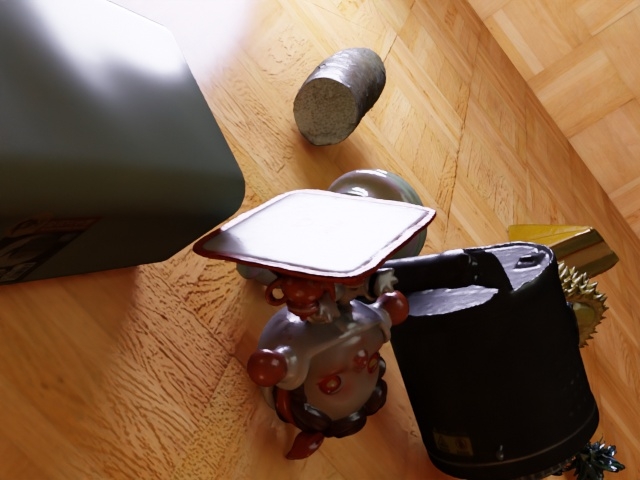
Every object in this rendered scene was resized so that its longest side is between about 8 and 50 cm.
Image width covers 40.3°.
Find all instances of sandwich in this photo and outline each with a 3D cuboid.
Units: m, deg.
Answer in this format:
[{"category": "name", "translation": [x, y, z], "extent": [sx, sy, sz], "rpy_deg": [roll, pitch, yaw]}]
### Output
[{"category": "sandwich", "translation": [0.479, 0.006, 1.728], "extent": [0.117, 0.187, 0.144], "rpy_deg": [45, 34, -25]}]

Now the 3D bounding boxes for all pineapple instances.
[{"category": "pineapple", "translation": [0.390, 0.283, 1.362], "extent": [0.221, 0.083, 0.103], "rpy_deg": [60, 26, 1]}]

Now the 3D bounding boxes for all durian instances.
[{"category": "durian", "translation": [0.389, 0.106, 1.528], "extent": [0.172, 0.166, 0.306], "rpy_deg": [37, 6, 34]}]

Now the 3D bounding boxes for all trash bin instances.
[{"category": "trash bin", "translation": [-0.219, -0.086, 0.634], "extent": [0.343, 0.158, 0.223], "rpy_deg": [-3, 63, -62]}]

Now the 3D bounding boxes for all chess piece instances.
[{"category": "chess piece", "translation": [0.000, 0.000, 0.982], "extent": [0.272, 0.139, 0.139], "rpy_deg": [-17, 75, -52]}]

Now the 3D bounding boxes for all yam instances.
[{"category": "yam", "translation": [0.033, -0.221, 1.292], "extent": [0.106, 0.106, 0.259], "rpy_deg": [52, 23, -10]}]

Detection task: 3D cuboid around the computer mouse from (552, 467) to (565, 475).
[{"category": "computer mouse", "translation": [0.273, 0.230, 1.224], "extent": [0.241, 0.077, 0.146], "rpy_deg": [58, 25, -6]}]

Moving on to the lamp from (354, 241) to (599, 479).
[{"category": "lamp", "translation": [0.188, 0.142, 0.983], "extent": [0.374, 0.205, 0.272], "rpy_deg": [-4, 84, -56]}]

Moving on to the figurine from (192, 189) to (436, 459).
[{"category": "figurine", "translation": [0.000, 0.092, 0.786], "extent": [0.183, 0.160, 0.226], "rpy_deg": [-34, 129, -55]}]
